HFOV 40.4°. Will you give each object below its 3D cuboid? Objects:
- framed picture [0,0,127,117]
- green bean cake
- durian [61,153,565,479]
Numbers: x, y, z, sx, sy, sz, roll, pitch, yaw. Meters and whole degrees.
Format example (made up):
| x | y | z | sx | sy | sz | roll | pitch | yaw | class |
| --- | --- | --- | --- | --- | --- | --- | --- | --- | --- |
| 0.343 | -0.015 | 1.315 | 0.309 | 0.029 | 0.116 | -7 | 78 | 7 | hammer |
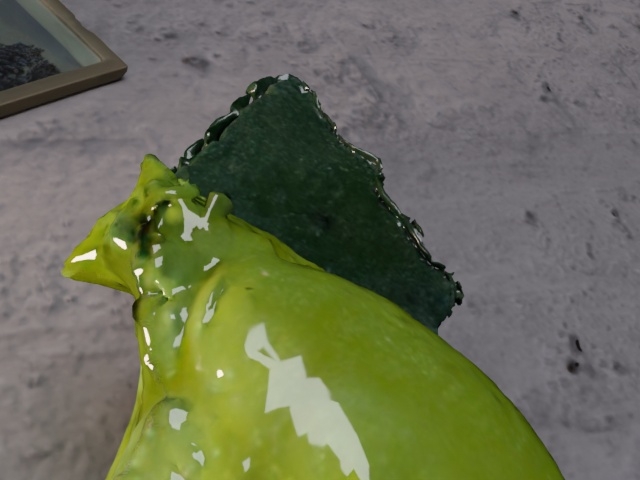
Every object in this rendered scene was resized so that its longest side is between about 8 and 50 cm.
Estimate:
| x | y | z | sx | sy | sz | roll | pitch | yaw | class |
| --- | --- | --- | --- | --- | --- | --- | --- | --- | --- |
| -0.332 | -0.196 | 0.720 | 0.213 | 0.016 | 0.289 | -29 | 64 | -39 | framed picture |
| 0.000 | 0.000 | 0.605 | 0.208 | 0.107 | 0.193 | 31 | 42 | 7 | green bean cake |
| -0.001 | 0.147 | 0.417 | 0.339 | 0.204 | 0.256 | 29 | 65 | -3 | durian |
